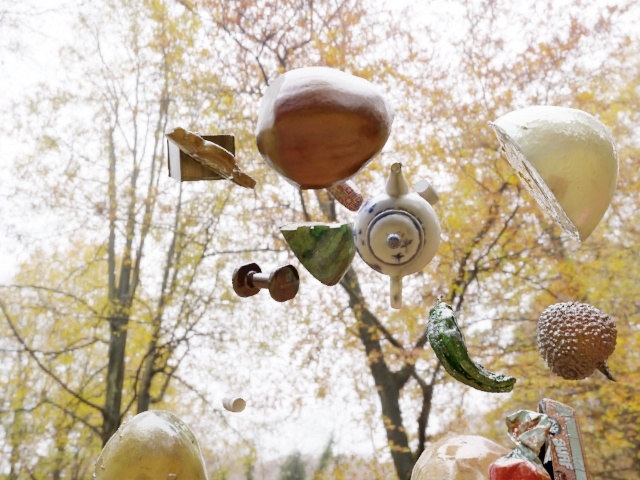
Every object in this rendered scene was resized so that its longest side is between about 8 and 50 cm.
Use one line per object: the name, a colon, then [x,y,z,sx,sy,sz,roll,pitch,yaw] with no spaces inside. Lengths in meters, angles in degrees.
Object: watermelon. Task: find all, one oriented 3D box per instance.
watermelon: [0.034,0.000,2.180,0.222,0.292,0.319,-35,-82,7]

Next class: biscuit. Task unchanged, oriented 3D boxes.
biscuit: [-0.292,-0.220,1.703,0.183,0.047,0.320,22,-9,32]

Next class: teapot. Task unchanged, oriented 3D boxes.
teapot: [0.215,-0.013,1.740,0.252,0.424,0.280,1,9,9]

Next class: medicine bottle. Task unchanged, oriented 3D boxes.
medicine bottle: [0.378,-0.170,2.172,0.058,0.058,0.091,-22,-40,25]
medicine bottle: [-0.258,0.488,1.828,0.052,0.052,0.089,13,-13,-25]

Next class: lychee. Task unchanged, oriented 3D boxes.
lychee: [0.536,0.214,1.263,0.165,0.197,0.165,-31,-30,-21]

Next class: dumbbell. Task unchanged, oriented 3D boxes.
dumbbell: [-0.191,0.142,2.119,0.225,0.124,0.140,2,12,39]

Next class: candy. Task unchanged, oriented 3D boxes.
candy: [0.245,0.350,0.740,0.086,0.292,0.059,-5,-32,23]

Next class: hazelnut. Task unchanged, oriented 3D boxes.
hazelnut: [0.002,-0.297,1.593,0.365,0.366,0.366,-3,-33,-2]

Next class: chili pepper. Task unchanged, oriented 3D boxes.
chili pepper: [0.281,0.200,1.255,0.122,0.279,0.065,5,-51,-31]

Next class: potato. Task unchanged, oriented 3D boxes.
potato: [-0.264,0.349,0.998,0.182,0.202,0.117,5,-67,-35]

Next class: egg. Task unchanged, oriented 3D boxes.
egg: [0.541,-0.180,1.341,0.201,0.337,0.337,-38,-43,14]

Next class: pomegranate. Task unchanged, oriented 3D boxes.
pomegranate: [0.350,0.597,1.369,0.322,0.322,0.322,-3,-33,-2]

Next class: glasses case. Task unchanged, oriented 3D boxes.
glasses case: [0.059,-0.166,1.912,0.049,0.194,0.073,-8,-48,-41]

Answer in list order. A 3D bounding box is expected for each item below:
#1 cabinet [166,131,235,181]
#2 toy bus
cabinet: [-0.383,-0.269,1.943,0.174,0.148,0.215,-5,10,-23]
toy bus: [0.500,0.508,1.253,0.092,0.409,0.093,9,-53,6]
